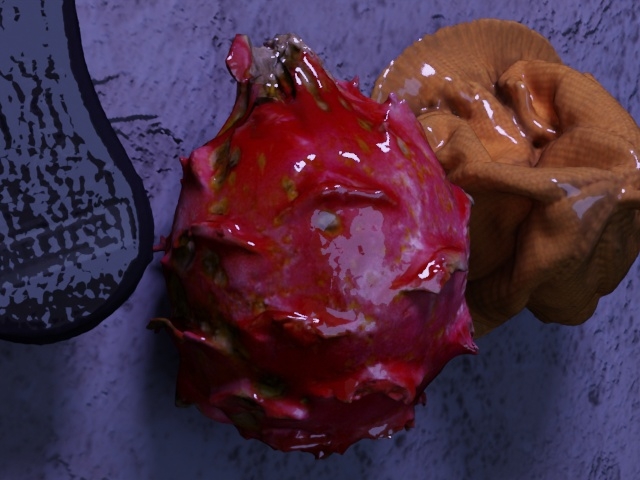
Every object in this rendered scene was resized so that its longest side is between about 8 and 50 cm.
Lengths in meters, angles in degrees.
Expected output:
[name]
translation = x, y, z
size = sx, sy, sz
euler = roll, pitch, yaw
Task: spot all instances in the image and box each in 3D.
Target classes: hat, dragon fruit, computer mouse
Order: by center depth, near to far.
[computer mouse]
translation = -0.190, -0.073, 0.802
size = 0.147, 0.088, 0.264
euler = -17, 106, -16
[dragon fruit]
translation = 0.000, 0.000, 0.882
size = 0.205, 0.210, 0.268
euler = -14, 98, -50
[hat]
translation = 0.178, -0.036, 0.976
size = 0.244, 0.233, 0.233
euler = -37, 116, -25
